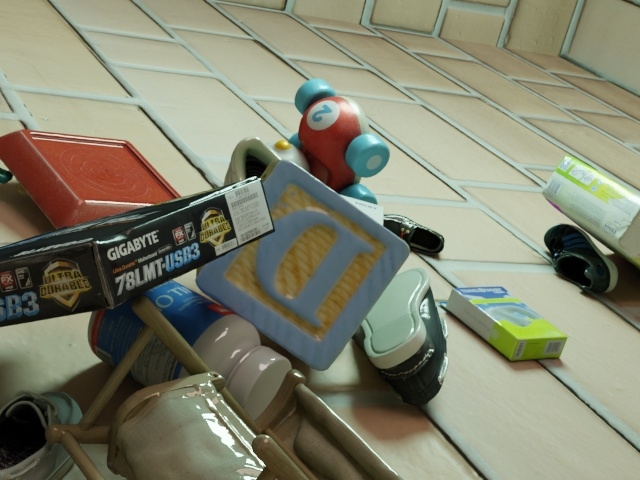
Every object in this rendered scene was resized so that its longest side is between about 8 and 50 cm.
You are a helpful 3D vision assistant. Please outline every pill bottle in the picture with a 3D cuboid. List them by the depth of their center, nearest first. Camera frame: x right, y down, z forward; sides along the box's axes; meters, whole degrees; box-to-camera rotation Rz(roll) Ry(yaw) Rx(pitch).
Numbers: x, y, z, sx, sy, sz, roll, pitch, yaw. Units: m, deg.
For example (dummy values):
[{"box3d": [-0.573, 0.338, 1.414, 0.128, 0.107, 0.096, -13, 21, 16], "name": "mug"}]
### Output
[{"box3d": [-0.146, 0.126, 1.326, 0.221, 0.124, 0.124, 26, 23, 25], "name": "pill bottle"}]

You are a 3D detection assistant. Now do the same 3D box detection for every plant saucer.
[{"box3d": [-0.333, -0.091, 1.773, 0.258, 0.048, 0.259, 2, 32, -46], "name": "plant saucer"}]

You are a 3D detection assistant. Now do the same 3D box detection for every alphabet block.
[{"box3d": [-0.028, 0.025, 1.447, 0.193, 0.192, 0.197, 37, -2, -6], "name": "alphabet block"}]

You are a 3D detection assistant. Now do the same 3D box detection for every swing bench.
[{"box3d": [-0.071, 0.214, 1.078, 0.254, 0.165, 0.253, 32, 4, -42], "name": "swing bench"}]

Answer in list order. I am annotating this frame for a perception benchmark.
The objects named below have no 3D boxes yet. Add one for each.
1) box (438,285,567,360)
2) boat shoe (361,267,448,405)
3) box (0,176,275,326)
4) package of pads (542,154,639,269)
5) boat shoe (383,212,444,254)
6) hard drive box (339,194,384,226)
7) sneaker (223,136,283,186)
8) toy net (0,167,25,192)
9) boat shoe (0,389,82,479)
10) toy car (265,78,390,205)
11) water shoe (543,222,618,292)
[{"box3d": [0.273, 0.119, 1.758, 0.109, 0.042, 0.178, 0, 26, -35], "name": "box"}, {"box3d": [0.114, 0.126, 1.567, 0.114, 0.091, 0.302, -26, 15, 16], "name": "boat shoe"}, {"box3d": [-0.243, 0.020, 1.206, 0.295, 0.073, 0.293, -12, 6, 31], "name": "box"}, {"box3d": [0.563, -0.016, 2.100, 0.296, 0.101, 0.229, 30, 8, -39], "name": "package of pads"}, {"box3d": [0.150, -0.012, 1.994, 0.133, 0.049, 0.042, 19, 12, -4], "name": "boat shoe"}, {"box3d": [0.000, 0.000, 1.803, 0.181, 0.089, 0.232, 15, 20, -2], "name": "hard drive box"}, {"box3d": [-0.052, -0.005, 1.591, 0.114, 0.152, 0.305, -26, 72, -15], "name": "sneaker"}, {"box3d": [-0.475, -0.087, 1.756, 0.122, 0.045, 0.232, 31, 24, 37], "name": "toy net"}, {"box3d": [-0.280, 0.191, 1.121, 0.079, 0.081, 0.227, 16, 21, 3], "name": "boat shoe"}, {"box3d": [-0.044, -0.137, 2.000, 0.238, 0.210, 0.219, -13, 44, -30], "name": "toy car"}, {"box3d": [0.448, 0.025, 2.080, 0.080, 0.073, 0.203, 1, 24, -28], "name": "water shoe"}]
